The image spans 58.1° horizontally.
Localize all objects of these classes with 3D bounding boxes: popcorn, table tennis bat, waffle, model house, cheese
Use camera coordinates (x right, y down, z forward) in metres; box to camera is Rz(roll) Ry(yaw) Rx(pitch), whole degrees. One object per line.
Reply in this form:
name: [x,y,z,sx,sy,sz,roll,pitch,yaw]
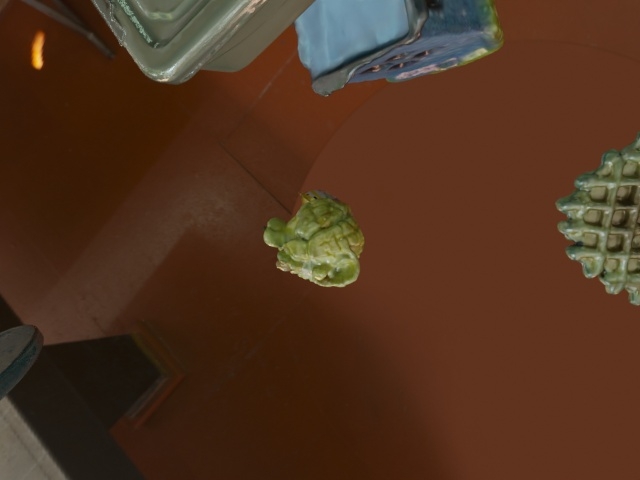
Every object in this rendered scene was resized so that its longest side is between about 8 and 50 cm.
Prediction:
popcorn: [0.000,0.000,0.892,0.162,0.141,0.136,23,94,21]
table tennis bat: [-0.424,0.160,0.677,0.215,0.329,0.044,-35,112,-11]
waffle: [0.600,-0.048,1.058,0.292,0.056,0.309,43,107,-8]
model house: [0.113,-0.335,0.747,0.215,0.303,0.237,-12,95,47]
cheese: [0.012,-0.077,1.334,0.156,0.250,0.064,31,96,-13]

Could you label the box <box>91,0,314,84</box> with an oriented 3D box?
box: [-0.047,-0.180,0.329,0.172,0.093,0.124,-36,85,22]
